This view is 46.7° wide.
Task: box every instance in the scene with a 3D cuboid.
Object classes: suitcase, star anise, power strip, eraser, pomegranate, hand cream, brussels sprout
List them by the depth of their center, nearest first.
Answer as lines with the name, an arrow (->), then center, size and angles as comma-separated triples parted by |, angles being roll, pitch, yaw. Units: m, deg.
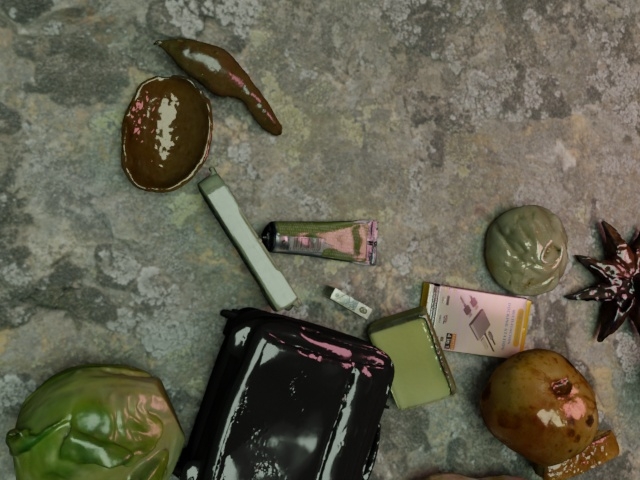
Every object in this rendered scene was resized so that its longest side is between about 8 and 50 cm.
brussels sprout -> -0.353, 0.329, 1.153 | 0.294, 0.227, 0.259 | -32, 115, -22
suitcase -> -0.052, 0.312, 1.278 | 0.339, 0.188, 0.345 | 20, 83, -22
power strip -> -0.128, 0.003, 1.289 | 0.048, 0.080, 0.286 | -32, 99, -13
hand cream -> 0.000, 0.000, 1.351 | 0.235, 0.055, 0.086 | 3, 93, -25
eraser -> 0.171, 0.218, 1.378 | 0.117, 0.058, 0.172 | -20, 98, 15
pomegranate -> 0.408, 0.318, 1.403 | 0.215, 0.215, 0.215 | 0, 91, -17
star anise -> 0.639, 0.088, 1.522 | 0.271, 0.102, 0.272 | 0, 89, -15

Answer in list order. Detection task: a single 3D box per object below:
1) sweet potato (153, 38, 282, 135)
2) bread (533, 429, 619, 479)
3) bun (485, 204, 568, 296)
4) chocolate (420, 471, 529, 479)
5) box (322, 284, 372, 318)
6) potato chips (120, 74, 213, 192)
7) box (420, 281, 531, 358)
sweet potato -> -0.160, -0.278, 1.279 | 0.269, 0.074, 0.075 | 35, 81, -24
bread -> 0.501, 0.425, 1.482 | 0.187, 0.103, 0.065 | -17, 96, -15
bun -> 0.414, 0.021, 1.449 | 0.183, 0.102, 0.183 | 0, 90, -15
chocolate -> 0.294, 0.507, 1.405 | 0.309, 0.134, 0.134 | 3, 90, -18
box -> 0.048, 0.113, 1.360 | 0.083, 0.054, 0.024 | 31, 86, -16
potato chips -> -0.261, -0.181, 1.260 | 0.150, 0.049, 0.202 | 4, 91, -14
box -> 0.307, 0.160, 1.452 | 0.247, 0.033, 0.129 | 9, 89, -17
